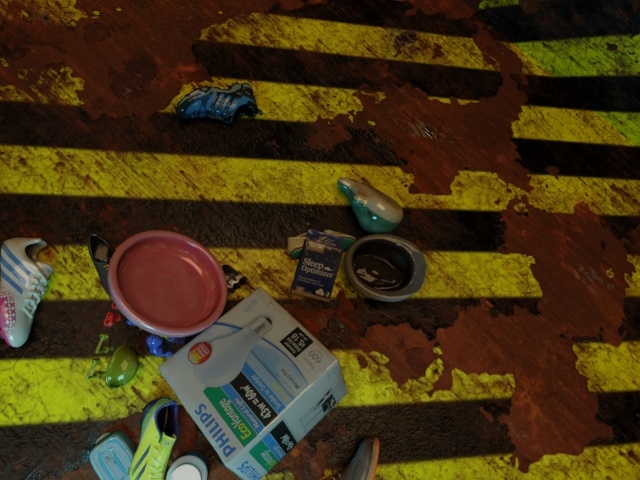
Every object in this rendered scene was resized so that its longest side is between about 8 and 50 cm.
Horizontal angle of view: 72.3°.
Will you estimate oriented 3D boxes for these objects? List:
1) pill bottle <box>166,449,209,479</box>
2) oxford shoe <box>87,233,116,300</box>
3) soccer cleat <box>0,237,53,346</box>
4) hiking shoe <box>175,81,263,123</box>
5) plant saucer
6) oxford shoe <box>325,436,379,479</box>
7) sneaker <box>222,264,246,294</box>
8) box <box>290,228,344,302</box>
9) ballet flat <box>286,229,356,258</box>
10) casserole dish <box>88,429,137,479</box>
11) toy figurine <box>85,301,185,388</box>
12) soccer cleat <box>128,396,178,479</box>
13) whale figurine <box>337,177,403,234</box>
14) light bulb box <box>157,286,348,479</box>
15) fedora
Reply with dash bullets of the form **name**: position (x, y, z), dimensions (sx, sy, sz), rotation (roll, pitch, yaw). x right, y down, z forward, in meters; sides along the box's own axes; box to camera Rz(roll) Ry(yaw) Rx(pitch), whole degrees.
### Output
- **pill bottle**: position (-0.359, 0.636, 1.185), dimensions (0.108, 0.180, 0.107), rotation (4, 70, -11)
- **oxford shoe**: position (-0.647, 0.101, 1.358), dimensions (0.097, 0.098, 0.271), rotation (-34, 81, -20)
- **soccer cleat**: position (-0.868, 0.140, 1.290), dimensions (0.143, 0.116, 0.330), rotation (-11, 73, -15)
- **hiking shoe**: position (-0.374, -0.493, 1.615), dimensions (0.304, 0.113, 0.132), rotation (-21, 76, -18)
- **plant saucer**: position (-0.428, 0.126, 1.233), dimensions (0.332, 0.084, 0.332), rotation (25, 41, -24)
- **oxford shoe**: position (0.055, 0.727, 1.271), dimensions (0.133, 0.130, 0.363), rotation (30, 66, 8)
- **sneaker**: position (-0.358, 0.164, 1.412), dimensions (0.234, 0.078, 0.106), rotation (-40, 77, -22)
- **box**: position (-0.007, 0.085, 1.484), dimensions (0.137, 0.036, 0.225), rotation (15, 90, -9)
- **ballet flat**: position (0.000, 0.000, 1.543), dimensions (0.249, 0.086, 0.086), rotation (-9, 73, -13)
- **casserole dish**: position (-0.568, 0.626, 1.224), dimensions (0.114, 0.037, 0.188), rotation (-34, 80, -21)
- **toy figurine**: position (-0.473, 0.256, 1.261), dimensions (0.218, 0.191, 0.362), rotation (9, 68, 9)
- **soccer cleat**: position (-0.450, 0.583, 1.205), dimensions (0.093, 0.121, 0.288), rotation (30, 52, -49)
- **whale figurine**: position (0.165, -0.124, 1.587), dimensions (0.272, 0.216, 0.141), rotation (40, 111, 24)
- **light bulb box**: position (-0.180, 0.389, 1.214), dimensions (0.361, 0.225, 0.358), rotation (-39, 52, -21)
- **fedora**: position (0.214, 0.104, 1.519), dimensions (0.276, 0.124, 0.243), rotation (8, 67, 0)
